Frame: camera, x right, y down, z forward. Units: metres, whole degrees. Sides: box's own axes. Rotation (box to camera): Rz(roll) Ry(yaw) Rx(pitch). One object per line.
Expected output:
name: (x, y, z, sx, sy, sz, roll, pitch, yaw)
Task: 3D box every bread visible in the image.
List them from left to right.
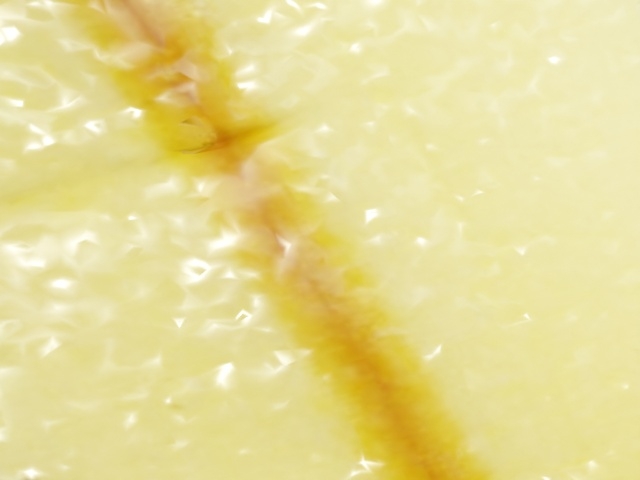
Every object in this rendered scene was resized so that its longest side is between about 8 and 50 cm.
bread: (0.000, 0.000, 0.620, 0.345, 0.405, 0.242, -29, 56, -2)
